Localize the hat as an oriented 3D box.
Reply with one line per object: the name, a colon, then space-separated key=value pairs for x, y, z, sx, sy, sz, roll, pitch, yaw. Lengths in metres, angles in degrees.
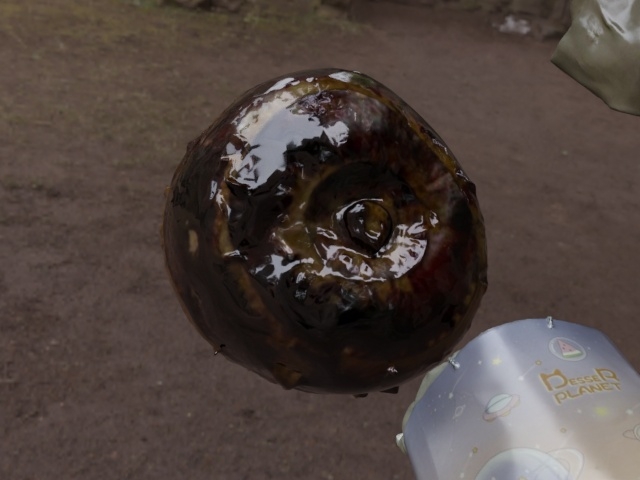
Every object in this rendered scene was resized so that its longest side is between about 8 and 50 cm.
hat: x=0.249 y=-0.184 z=0.585 sx=0.166 sy=0.173 sz=0.144 roll=-20 pitch=49 yaw=-17

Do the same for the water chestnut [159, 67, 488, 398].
water chestnut: x=0.000 y=0.000 z=0.813 sx=0.300 sy=0.300 sz=0.300 roll=9 pitch=24 yaw=-4

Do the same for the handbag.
handbag: x=0.100 y=0.103 z=0.375 sx=0.117 sy=0.095 sz=0.173 roll=-19 pitch=29 yaw=-2
